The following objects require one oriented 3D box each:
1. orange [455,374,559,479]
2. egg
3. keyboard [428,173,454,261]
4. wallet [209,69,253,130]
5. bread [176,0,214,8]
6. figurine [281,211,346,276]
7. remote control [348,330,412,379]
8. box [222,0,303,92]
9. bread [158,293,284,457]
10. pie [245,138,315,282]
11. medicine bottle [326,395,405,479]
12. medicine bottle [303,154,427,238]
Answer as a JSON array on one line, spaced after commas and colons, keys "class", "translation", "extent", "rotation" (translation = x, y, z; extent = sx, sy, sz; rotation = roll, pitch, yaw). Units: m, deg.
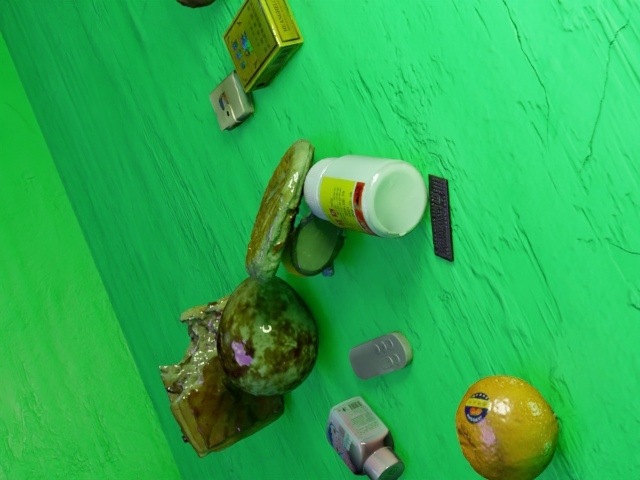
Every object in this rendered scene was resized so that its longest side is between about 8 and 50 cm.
[{"class": "orange", "translation": [0.300, 0.305, 1.422], "extent": [0.177, 0.155, 0.178], "rotation": [33, 128, 56]}, {"class": "egg", "translation": [-0.127, 0.220, 2.051], "extent": [0.238, 0.238, 0.289], "rotation": [-24, 78, 62]}, {"class": "keyboard", "translation": [0.208, -0.039, 1.522], "extent": [0.053, 0.010, 0.155], "rotation": [26, 129, 55]}, {"class": "wallet", "translation": [-0.205, -0.323, 2.055], "extent": [0.155, 0.039, 0.110], "rotation": [-21, 85, 62]}, {"class": "bread", "translation": [-0.267, -0.616, 1.890], "extent": [0.230, 0.123, 0.230], "rotation": [48, 148, 45]}, {"class": "figurine", "translation": [-0.012, -0.009, 1.842], "extent": [0.234, 0.127, 0.185], "rotation": [42, -113, -88]}, {"class": "remote control", "translation": [0.123, 0.244, 1.844], "extent": [0.245, 0.022, 0.077], "rotation": [-35, 75, 61]}, {"class": "box", "translation": [-0.123, -0.417, 1.820], "extent": [0.220, 0.064, 0.141], "rotation": [-35, 76, 60]}, {"class": "bread", "translation": [-0.278, 0.349, 2.351], "extent": [0.370, 0.314, 0.191], "rotation": [69, 162, -8]}, {"class": "pie", "translation": [-0.077, -0.065, 1.774], "extent": [0.323, 0.070, 0.323], "rotation": [-160, 90, -80]}, {"class": "medicine bottle", "translation": [0.099, 0.452, 1.942], "extent": [0.188, 0.094, 0.119], "rotation": [46, 143, 38]}, {"class": "medicine bottle", "translation": [0.077, -0.084, 1.589], "extent": [0.225, 0.139, 0.139], "rotation": [16, 121, 57]}]
